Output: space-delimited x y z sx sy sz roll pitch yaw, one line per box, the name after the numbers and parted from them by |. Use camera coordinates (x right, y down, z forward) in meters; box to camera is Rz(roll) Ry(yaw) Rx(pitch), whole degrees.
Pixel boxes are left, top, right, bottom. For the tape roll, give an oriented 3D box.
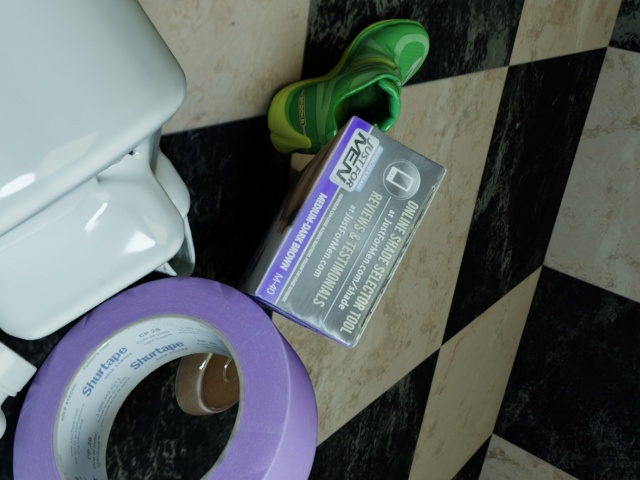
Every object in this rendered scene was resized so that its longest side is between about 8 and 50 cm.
-0.145 0.174 0.667 0.275 0.275 0.090 -55 148 -18 | tape roll

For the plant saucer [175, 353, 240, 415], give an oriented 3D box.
-0.123 0.164 0.940 0.168 0.029 0.168 -35 137 -40 | plant saucer

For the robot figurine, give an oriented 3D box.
-0.210 -0.120 0.367 0.200 0.300 0.353 -33 107 -1 | robot figurine

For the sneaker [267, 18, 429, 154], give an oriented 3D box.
0.062 -0.184 0.889 0.295 0.123 0.109 -44 143 -33 | sneaker

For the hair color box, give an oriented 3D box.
0.000 0.000 0.768 0.185 0.110 0.339 -62 -171 -8 | hair color box

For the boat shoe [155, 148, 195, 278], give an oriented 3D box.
-0.166 -0.054 0.672 0.083 0.076 0.226 -48 145 -28 | boat shoe

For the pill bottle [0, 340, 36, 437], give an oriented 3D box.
-0.317 0.150 0.550 0.180 0.108 0.108 -53 147 -20 | pill bottle
